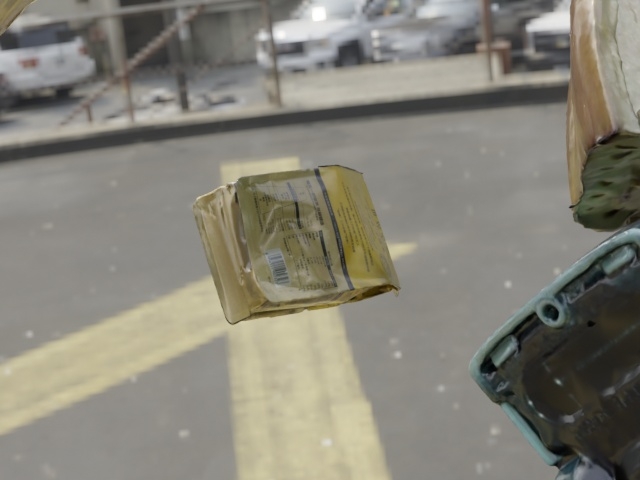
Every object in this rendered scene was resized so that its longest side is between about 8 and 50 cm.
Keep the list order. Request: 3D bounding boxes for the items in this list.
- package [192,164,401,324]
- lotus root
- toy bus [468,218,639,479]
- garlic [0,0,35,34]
[{"bbox_3d":[0.000,0.000,0.788,0.131,0.071,0.047,-5,-17,-45],"label":"package"},{"bbox_3d":[0.150,-0.066,0.685,0.159,0.135,0.095,23,-37,-37],"label":"lotus root"},{"bbox_3d":[0.213,0.102,0.645,0.165,0.271,0.133,-31,-11,-44],"label":"toy bus"},{"bbox_3d":[-0.118,-0.069,0.313,0.219,0.212,0.218,-14,7,2],"label":"garlic"}]
